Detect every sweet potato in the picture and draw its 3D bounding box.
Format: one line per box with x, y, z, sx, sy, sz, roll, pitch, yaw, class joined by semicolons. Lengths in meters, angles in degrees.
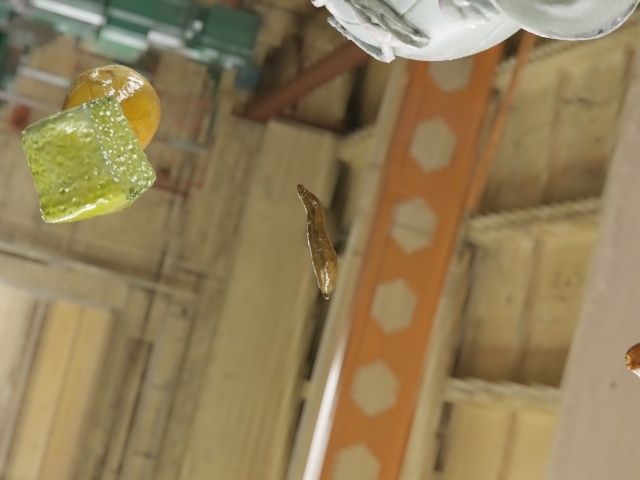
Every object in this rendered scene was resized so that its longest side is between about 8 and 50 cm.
0.000;0.000;1.801;0.026;0.026;0.115;-167;-115;-77;sweet potato

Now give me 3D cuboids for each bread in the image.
-0.239;-0.077;1.884;0.129;0.111;0.114;-43;115;-75;bread

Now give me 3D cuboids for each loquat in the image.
-0.265;-0.154;2.352;0.137;0.113;0.137;-43;149;-34;loquat

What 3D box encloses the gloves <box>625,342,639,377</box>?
0.459;0.154;2.200;0.131;0.219;0.140;-41;-150;-12;gloves

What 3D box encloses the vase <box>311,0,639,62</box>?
0.146;-0.283;1.780;0.445;0.250;0.250;17;-88;68;vase
